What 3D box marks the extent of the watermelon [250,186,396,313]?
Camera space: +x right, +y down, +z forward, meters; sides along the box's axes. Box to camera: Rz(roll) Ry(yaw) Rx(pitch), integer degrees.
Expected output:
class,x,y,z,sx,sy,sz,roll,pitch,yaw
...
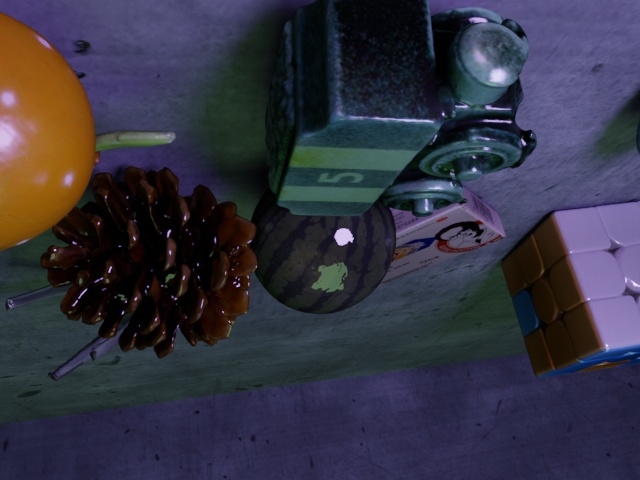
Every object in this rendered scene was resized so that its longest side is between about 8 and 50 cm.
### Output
class,x,y,z,sx,sy,sz,roll,pitch,yaw
watermelon,0.000,0.000,0.756,0.212,0.212,0.212,-8,156,-4

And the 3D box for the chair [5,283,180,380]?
class,x,y,z,sx,sy,sz,roll,pitch,yaw
chair,-0.334,0.114,0.920,0.203,0.190,0.275,-27,179,35

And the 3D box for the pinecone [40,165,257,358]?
class,x,y,z,sx,sy,sz,roll,pitch,yaw
pinecone,-0.219,0.019,0.685,0.264,0.264,0.264,-8,156,-4

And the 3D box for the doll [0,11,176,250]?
class,x,y,z,sx,sy,sz,roll,pitch,yaw
doll,-0.283,-0.086,0.483,0.214,0.213,0.236,-23,167,27

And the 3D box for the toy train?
class,x,y,z,sx,sy,sz,roll,pitch,yaw
toy train,0.064,-0.123,0.545,0.238,0.166,0.299,1,165,-11

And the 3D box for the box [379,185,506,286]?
class,x,y,z,sx,sy,sz,roll,pitch,yaw
box,0.143,0.010,1.019,0.353,0.069,0.214,-27,151,30

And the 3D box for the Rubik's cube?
class,x,y,z,sx,sy,sz,roll,pitch,yaw
Rubik's cube,0.605,0.110,1.140,0.291,0.291,0.291,-7,157,-7

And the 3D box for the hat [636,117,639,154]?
class,x,y,z,sx,sy,sz,roll,pitch,yaw
hat,0.501,-0.182,0.707,0.138,0.077,0.190,7,142,-6
